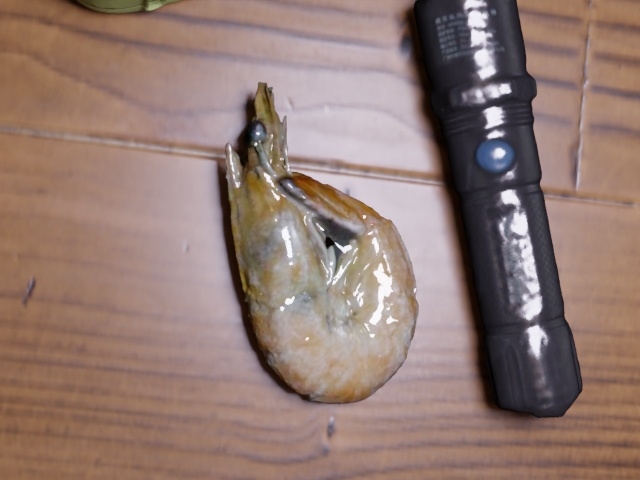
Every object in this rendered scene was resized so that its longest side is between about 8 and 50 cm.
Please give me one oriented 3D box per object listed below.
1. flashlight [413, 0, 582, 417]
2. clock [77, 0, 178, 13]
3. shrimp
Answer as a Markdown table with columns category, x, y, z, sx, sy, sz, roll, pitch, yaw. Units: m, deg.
| category | x | y | z | sx | sy | sz | roll | pitch | yaw |
| --- | --- | --- | --- | --- | --- | --- | --- | --- | --- |
| flashlight | 0.171 | -0.039 | 1.326 | 0.103 | 0.103 | 0.424 | -10 | 90 | -9 |
| clock | -0.144 | -0.403 | 1.279 | 0.286 | 0.117 | 0.348 | -18 | 90 | -10 |
| shrimp | 0.000 | 0.000 | 1.313 | 0.168 | 0.077 | 0.317 | -13 | 94 | -19 |
